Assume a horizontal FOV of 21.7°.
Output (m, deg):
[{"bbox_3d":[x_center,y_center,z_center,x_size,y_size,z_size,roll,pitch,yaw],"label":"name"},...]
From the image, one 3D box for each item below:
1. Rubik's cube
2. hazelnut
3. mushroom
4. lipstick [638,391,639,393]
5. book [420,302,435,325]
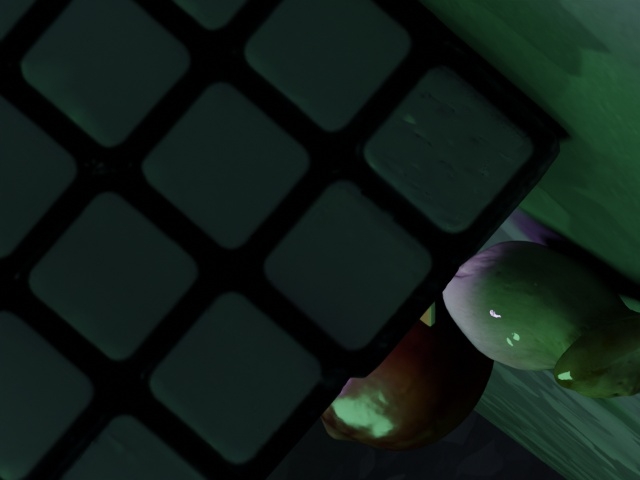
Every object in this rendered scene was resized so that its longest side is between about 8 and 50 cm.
[{"bbox_3d":[-0.115,-0.031,1.001,0.344,0.337,0.344,40,175,-2],"label":"Rubik's cube"},{"bbox_3d":[0.075,0.118,1.772,0.229,0.229,0.229,40,177,3],"label":"hazelnut"},{"bbox_3d":[0.160,0.053,1.151,0.097,0.088,0.212,31,175,-31],"label":"mushroom"},{"bbox_3d":[0.210,0.077,1.302,0.040,0.040,0.141,42,175,-30],"label":"lipstick"},{"bbox_3d":[0.065,0.001,1.620,0.118,0.012,0.172,38,154,28],"label":"book"}]
